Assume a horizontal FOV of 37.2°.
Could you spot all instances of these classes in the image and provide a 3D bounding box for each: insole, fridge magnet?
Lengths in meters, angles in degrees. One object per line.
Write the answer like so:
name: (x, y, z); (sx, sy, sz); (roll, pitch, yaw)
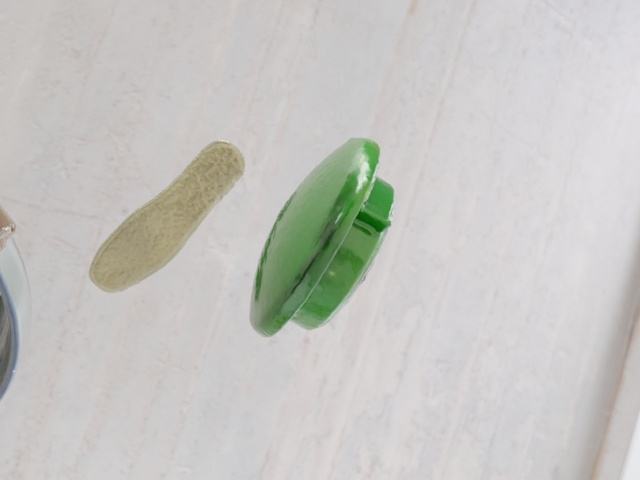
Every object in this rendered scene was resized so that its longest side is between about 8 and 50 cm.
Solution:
insole: (-0.190, -0.027, 1.198); (0.248, 0.011, 0.081); (-46, 113, -4)
fridge magnet: (0.000, 0.000, 0.880); (0.088, 0.208, 0.208); (31, 76, -10)

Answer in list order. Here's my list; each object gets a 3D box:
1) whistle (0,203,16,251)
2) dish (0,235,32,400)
whistle: (-0.184, -0.085, 0.343); (0.057, 0.107, 0.220); (-30, 97, 11)
dish: (-0.325, 0.004, 0.702); (0.134, 0.273, 0.273); (-71, 143, -56)
